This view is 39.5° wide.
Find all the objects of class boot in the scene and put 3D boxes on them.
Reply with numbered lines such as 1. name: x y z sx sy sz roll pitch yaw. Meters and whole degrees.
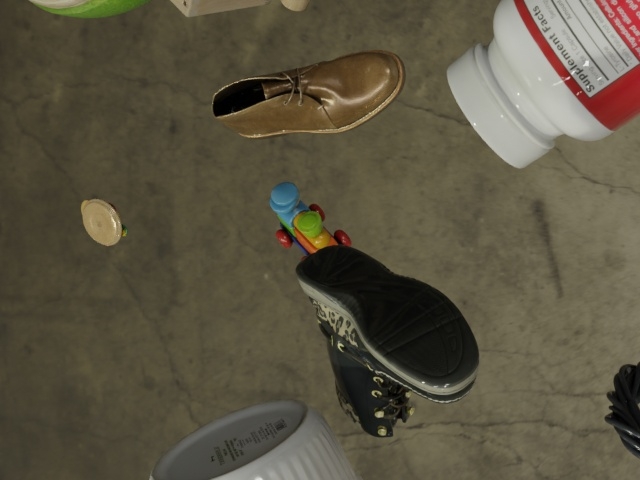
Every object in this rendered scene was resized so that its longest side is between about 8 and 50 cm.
1. boot: -0.024 -0.218 1.338 0.305 0.115 0.112 -12 81 25
2. boot: 0.071 0.120 0.834 0.236 0.085 0.178 36 148 50

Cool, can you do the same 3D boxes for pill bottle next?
1. pill bottle: 0.369 -0.272 1.109 0.408 0.229 0.229 -36 73 28

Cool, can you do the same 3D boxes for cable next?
1. cable: 0.379 0.196 0.966 0.151 0.184 0.047 26 128 4

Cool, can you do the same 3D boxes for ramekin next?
1. ramekin: -0.067 0.239 0.857 0.207 0.207 0.109 -17 100 29

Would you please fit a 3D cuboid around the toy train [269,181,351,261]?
1. toy train: 0.000 0.000 1.674 0.105 0.143 0.248 -39 56 -8

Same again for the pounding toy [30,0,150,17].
1. pounding toy: -0.054 -0.186 0.356 0.183 0.110 0.237 -55 51 29

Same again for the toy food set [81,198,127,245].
1. toy food set: -0.349 -0.029 1.429 0.083 0.020 0.082 -9 107 33

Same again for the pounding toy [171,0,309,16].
1. pounding toy: -0.091 -0.318 1.055 0.206 0.181 0.094 48 137 24
